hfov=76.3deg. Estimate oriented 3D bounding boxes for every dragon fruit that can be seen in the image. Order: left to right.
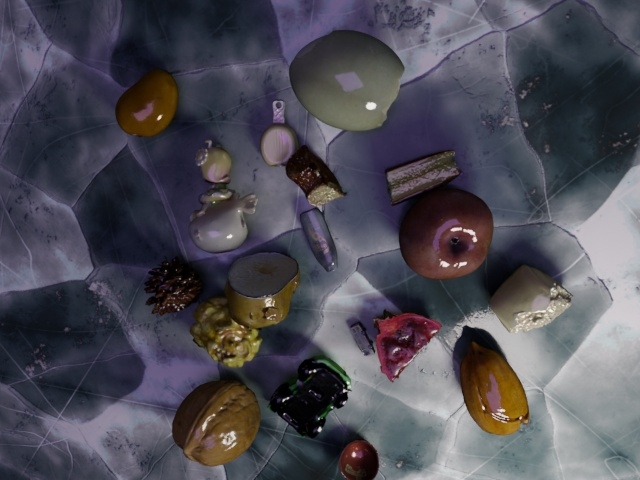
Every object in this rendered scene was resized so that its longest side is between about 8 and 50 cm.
[{"bbox_3d":[0.280,0.339,1.462,0.262,0.134,0.211,-44,80,0],"label":"dragon fruit"}]

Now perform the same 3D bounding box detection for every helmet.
[{"bbox_3d":[0.152,0.835,1.590,0.155,0.106,0.175,5,97,6],"label":"helmet"}]

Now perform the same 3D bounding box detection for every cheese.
[{"bbox_3d":[-0.143,-0.368,1.407,0.137,0.064,0.228,1,103,6],"label":"cheese"}]

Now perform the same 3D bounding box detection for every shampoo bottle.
[{"bbox_3d":[0.000,0.000,1.467,0.087,0.049,0.234,-19,98,15],"label":"shampoo bottle"}]

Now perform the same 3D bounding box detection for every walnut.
[{"bbox_3d":[-0.391,0.682,1.536,0.332,0.333,0.333,2,102,9],"label":"walnut"},{"bbox_3d":[0.585,0.505,1.403,0.208,0.209,0.336,-23,90,14],"label":"walnut"}]

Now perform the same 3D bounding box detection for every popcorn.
[{"bbox_3d":[-0.351,0.341,1.521,0.286,0.252,0.215,49,60,-7],"label":"popcorn"}]

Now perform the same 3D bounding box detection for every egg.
[{"bbox_3d":[0.071,-0.486,1.235,0.336,0.278,0.278,22,105,2],"label":"egg"}]

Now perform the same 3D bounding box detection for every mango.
[{"bbox_3d":[-0.597,-0.469,1.426,0.254,0.139,0.175,-39,96,9],"label":"mango"}]

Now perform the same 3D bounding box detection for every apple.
[{"bbox_3d":[0.399,-0.012,1.291,0.305,0.235,0.306,-1,108,-4],"label":"apple"}]

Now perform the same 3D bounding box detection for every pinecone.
[{"bbox_3d":[-0.551,0.166,1.524,0.221,0.221,0.222,2,102,9],"label":"pinecone"}]

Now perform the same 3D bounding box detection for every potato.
[{"bbox_3d":[-0.206,0.185,1.440,0.246,0.300,0.196,17,121,16],"label":"potato"}]

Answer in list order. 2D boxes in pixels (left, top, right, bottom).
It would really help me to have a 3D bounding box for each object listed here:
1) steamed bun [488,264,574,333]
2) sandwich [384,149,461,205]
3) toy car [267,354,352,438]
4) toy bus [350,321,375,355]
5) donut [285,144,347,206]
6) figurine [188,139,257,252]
[{"bbox_3d":[0.683,0.214,1.335,0.200,0.170,0.225,36,107,-4],"label":"steamed bun"},{"bbox_3d":[0.327,-0.207,1.330,0.235,0.128,0.122,-18,95,12],"label":"sandwich"},{"bbox_3d":[-0.049,0.587,1.544,0.213,0.176,0.359,39,102,-1],"label":"toy car"},{"bbox_3d":[0.159,0.371,1.526,0.052,0.037,0.131,-25,96,16],"label":"toy bus"},{"bbox_3d":[-0.020,-0.212,1.399,0.126,0.144,0.186,-33,135,21],"label":"donut"},{"bbox_3d":[-0.338,-0.156,1.431,0.274,0.226,0.395,-8,87,25],"label":"figurine"}]
